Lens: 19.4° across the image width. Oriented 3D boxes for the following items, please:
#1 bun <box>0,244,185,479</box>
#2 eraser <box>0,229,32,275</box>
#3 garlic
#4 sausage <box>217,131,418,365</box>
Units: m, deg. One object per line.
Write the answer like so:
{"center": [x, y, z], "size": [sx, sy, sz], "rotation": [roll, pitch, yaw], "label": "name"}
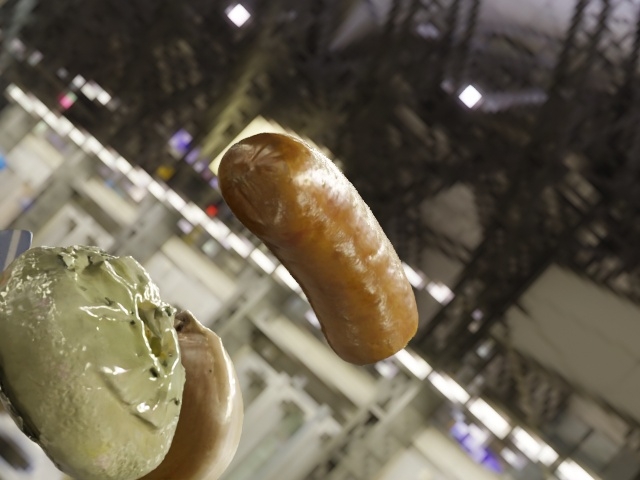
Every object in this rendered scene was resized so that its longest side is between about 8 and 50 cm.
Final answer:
{"center": [-0.202, 0.107, 1.734], "size": [0.239, 0.141, 0.239], "rotation": [57, 21, -36], "label": "bun"}
{"center": [-0.386, 0.058, 2.094], "size": [0.036, 0.082, 0.225], "rotation": [22, -32, -23], "label": "eraser"}
{"center": [-0.183, 0.193, 2.186], "size": [0.217, 0.228, 0.110], "rotation": [45, 12, 20], "label": "garlic"}
{"center": [0.002, -0.001, 1.682], "size": [0.109, 0.109, 0.270], "rotation": [37, -12, 48], "label": "sausage"}
